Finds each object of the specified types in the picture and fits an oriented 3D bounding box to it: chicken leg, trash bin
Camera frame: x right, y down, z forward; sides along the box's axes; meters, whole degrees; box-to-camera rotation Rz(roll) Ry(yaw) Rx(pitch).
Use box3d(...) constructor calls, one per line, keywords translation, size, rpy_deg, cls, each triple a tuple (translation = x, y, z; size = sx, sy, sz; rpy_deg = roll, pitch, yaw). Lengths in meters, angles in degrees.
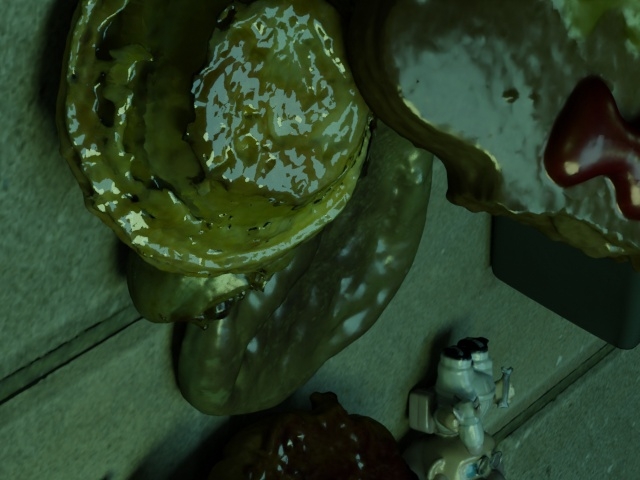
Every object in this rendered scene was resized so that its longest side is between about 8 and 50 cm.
box3d(translation=(-0.049, -0.043, 1.291), size=(0.227, 0.103, 0.088), rpy_deg=(-64, -171, 1), cls="chicken leg")
box3d(translation=(0.234, -0.034, 1.694), size=(0.101, 0.177, 0.236), rpy_deg=(-44, 151, -33), cls="trash bin")

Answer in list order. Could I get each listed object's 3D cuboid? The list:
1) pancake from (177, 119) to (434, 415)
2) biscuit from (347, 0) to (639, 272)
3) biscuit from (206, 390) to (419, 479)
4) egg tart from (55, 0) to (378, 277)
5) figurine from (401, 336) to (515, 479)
box3d(translation=(0.000, 0.000, 1.462), size=(0.294, 0.049, 0.294), rpy_deg=(-42, 148, -35), cls="pancake")
box3d(translation=(0.207, -0.184, 1.249), size=(0.368, 0.076, 0.394), rpy_deg=(24, 81, -37), cls="biscuit")
box3d(translation=(-0.011, 0.281, 1.586), size=(0.334, 0.081, 0.289), rpy_deg=(58, 47, -38), cls="biscuit")
box3d(translation=(-0.043, -0.090, 1.182), size=(0.241, 0.106, 0.241), rpy_deg=(-8, 104, -35), cls="egg tart")
box3d(translation=(0.119, 0.198, 1.792), size=(0.137, 0.112, 0.229), rpy_deg=(-29, 126, -58), cls="figurine")
